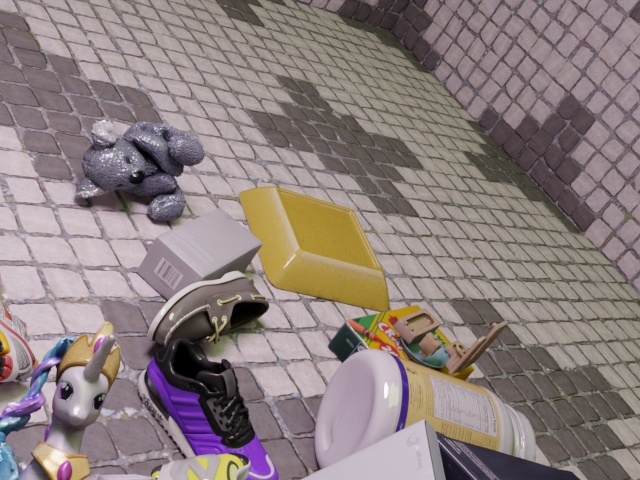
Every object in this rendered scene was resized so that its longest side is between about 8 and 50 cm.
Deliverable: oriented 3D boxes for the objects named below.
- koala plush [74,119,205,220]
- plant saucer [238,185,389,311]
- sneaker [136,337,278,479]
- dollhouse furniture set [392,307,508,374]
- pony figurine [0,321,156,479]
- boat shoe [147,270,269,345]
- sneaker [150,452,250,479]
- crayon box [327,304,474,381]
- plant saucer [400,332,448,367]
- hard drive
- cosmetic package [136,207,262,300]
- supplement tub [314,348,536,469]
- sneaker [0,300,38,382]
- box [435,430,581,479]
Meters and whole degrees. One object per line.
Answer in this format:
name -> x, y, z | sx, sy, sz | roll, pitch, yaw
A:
koala plush -> -0.393, -0.155, 1.762 | 0.203, 0.196, 0.221 | 36, 26, 28
plant saucer -> 0.000, 0.000, 2.031 | 0.333, 0.081, 0.332 | 15, 34, -32
sneaker -> -0.165, 0.270, 1.369 | 0.293, 0.146, 0.102 | 42, 29, 16
dollhouse furniture set -> 0.266, 0.174, 1.775 | 0.151, 0.123, 0.144 | 46, 30, 20
pony figurine -> -0.323, 0.309, 1.002 | 0.303, 0.351, 0.363 | 20, 50, -18
boat shoe -> -0.197, 0.134, 1.585 | 0.091, 0.109, 0.305 | 37, 24, 15
sneaker -> -0.100, 0.437, 1.142 | 0.147, 0.145, 0.384 | -19, 54, -19
crayon box -> 0.190, 0.244, 1.852 | 0.319, 0.081, 0.202 | -6, 47, -51
plant saucer -> 0.210, 0.223, 1.795 | 0.119, 0.021, 0.119 | 25, 30, -16
hard drive -> 0.037, 0.398, 1.229 | 0.040, 0.308, 0.203 | 50, 20, -29
cosmetic package -> -0.233, 0.032, 1.716 | 0.127, 0.107, 0.238 | 40, 26, 11
supplement tub -> 0.183, 0.346, 1.520 | 0.331, 0.241, 0.241 | 22, 30, -22
sneaker -> -0.503, 0.132, 1.315 | 0.225, 0.088, 0.093 | 52, 13, 30
box -> 0.256, 0.480, 1.290 | 0.294, 0.296, 0.183 | 20, 8, -25
